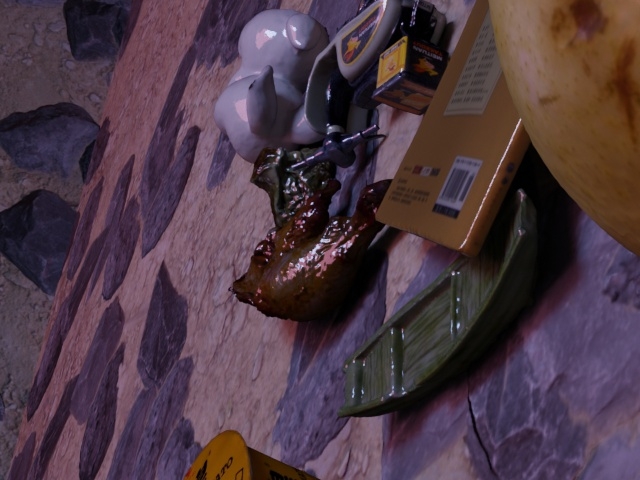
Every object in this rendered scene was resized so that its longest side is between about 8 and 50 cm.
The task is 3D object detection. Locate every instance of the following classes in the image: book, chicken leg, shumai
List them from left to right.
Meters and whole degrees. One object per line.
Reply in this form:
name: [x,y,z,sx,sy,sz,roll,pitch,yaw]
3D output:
shumai: [-0.041,-0.067,1.529,0.099,0.087,0.124,-38,38,54]
chicken leg: [-0.005,0.011,1.378,0.177,0.083,0.322,-61,17,-8]
book: [0.165,-0.176,1.078,0.389,0.032,0.269,-64,13,2]

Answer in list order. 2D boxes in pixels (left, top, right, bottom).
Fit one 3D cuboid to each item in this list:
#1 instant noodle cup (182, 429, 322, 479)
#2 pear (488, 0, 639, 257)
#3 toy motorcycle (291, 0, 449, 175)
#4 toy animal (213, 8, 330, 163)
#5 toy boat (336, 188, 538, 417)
instant noodle cup: [-0.031,0.279,1.023,0.216,0.172,0.216,-54,24,37]
pear: [0.229,-0.113,0.551,0.309,0.309,0.309,-54,25,39]
toy motorcycle: [0.048,-0.176,1.398,0.263,0.091,0.157,-34,44,56]
toy animal: [-0.051,-0.201,1.635,0.178,0.127,0.193,-41,31,51]
toy boat: [0.105,0.066,1.049,0.293,0.055,0.093,-50,26,45]
